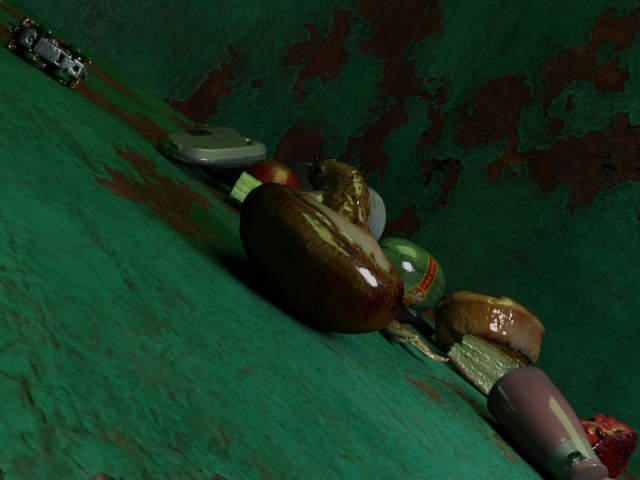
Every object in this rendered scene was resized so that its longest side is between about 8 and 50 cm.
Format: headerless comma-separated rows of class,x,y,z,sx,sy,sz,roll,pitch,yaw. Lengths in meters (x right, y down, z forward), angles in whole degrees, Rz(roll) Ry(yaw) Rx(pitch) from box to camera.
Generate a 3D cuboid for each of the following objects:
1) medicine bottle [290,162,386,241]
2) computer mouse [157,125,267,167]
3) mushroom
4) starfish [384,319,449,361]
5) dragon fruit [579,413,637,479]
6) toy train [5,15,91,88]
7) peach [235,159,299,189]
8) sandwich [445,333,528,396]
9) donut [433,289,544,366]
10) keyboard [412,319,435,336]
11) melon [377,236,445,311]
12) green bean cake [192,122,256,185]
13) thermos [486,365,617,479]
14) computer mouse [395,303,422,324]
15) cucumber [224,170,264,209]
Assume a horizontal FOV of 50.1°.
medicine bottle,0.027,-0.094,2.113,0.306,0.245,0.245,25,12,-43
computer mouse,-0.289,-0.242,1.865,0.197,0.095,0.331,24,24,31
mushroom,0.010,-0.007,1.207,0.345,0.260,0.345,36,5,-4
starfish,0.179,0.197,1.600,0.277,0.062,0.236,35,4,5
dragon fruit,0.679,0.515,1.726,0.189,0.163,0.261,4,-19,43
toy train,-0.672,-0.464,1.689,0.227,0.091,0.136,32,-3,-42
peach,-0.154,-0.129,1.937,0.190,0.192,0.190,22,-31,14
sandwich,0.442,0.337,1.780,0.235,0.122,0.128,30,5,-34
donut,0.475,0.259,1.947,0.317,0.150,0.299,13,-28,3
keyboard,0.243,0.200,2.149,0.106,0.027,0.317,27,10,-41
melon,0.249,0.103,1.935,0.287,0.182,0.182,33,7,-32
green bean cake,-0.302,-0.257,2.115,0.200,0.113,0.214,38,5,24
thermos,0.467,0.400,1.381,0.176,0.146,0.265,64,-2,-35
computer mouse,0.192,0.184,1.834,0.172,0.057,0.099,25,2,21
cucumber,-0.137,-0.079,1.803,0.244,0.063,0.115,31,42,-19
